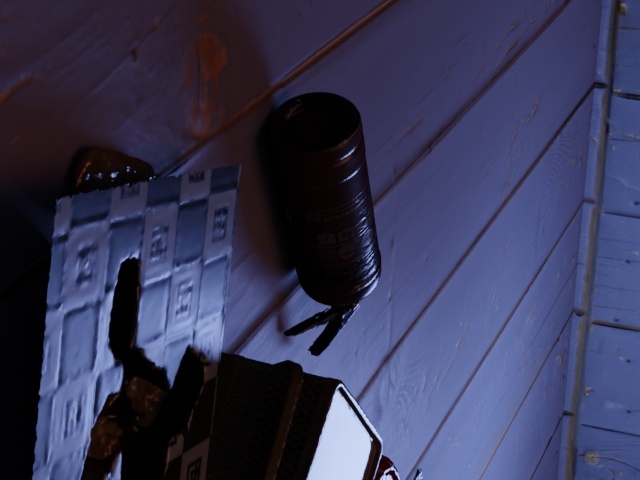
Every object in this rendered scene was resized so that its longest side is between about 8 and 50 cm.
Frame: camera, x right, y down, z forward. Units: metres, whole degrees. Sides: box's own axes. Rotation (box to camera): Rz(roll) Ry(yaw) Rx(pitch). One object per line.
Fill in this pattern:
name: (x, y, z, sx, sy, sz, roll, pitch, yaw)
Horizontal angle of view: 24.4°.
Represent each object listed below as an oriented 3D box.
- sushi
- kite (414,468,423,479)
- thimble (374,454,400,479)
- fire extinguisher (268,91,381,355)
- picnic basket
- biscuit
sushi: (-0.181, 0.115, 1.278, 0.343, 0.064, 0.359, -22, 121, -68)
kite: (0.113, 0.498, 2.342, 0.335, 0.012, 0.314, 72, 34, -54)
thimble: (0.024, 0.343, 1.859, 0.189, 0.125, 0.163, 50, 51, -64)
fire extinguisher: (0.000, 0.000, 1.679, 0.138, 0.102, 0.344, -31, 139, -21)
picnic basket: (-0.037, 0.241, 1.616, 0.266, 0.139, 0.165, 58, 46, -62)
biscuit: (-0.177, -0.040, 1.273, 0.147, 0.018, 0.071, 16, 84, -71)
